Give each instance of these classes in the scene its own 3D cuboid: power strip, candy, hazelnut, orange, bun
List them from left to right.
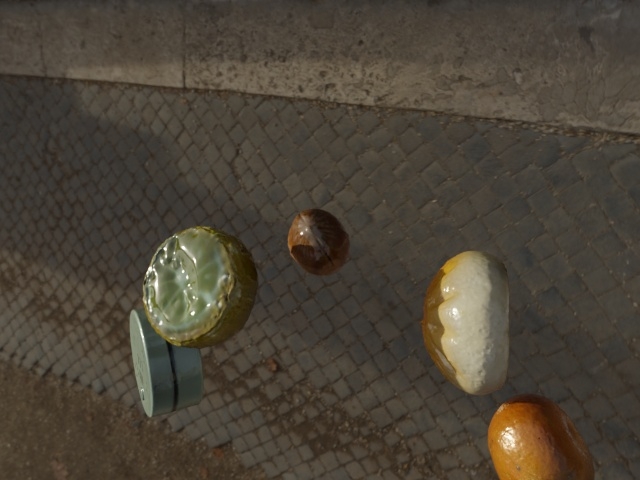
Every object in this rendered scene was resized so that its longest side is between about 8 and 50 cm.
[{"bbox_3d":[-0.489,0.355,1.614,0.358,0.162,0.356,25,119,59],"label":"power strip"},{"bbox_3d":[-0.252,0.097,1.078,0.260,0.118,0.259,-8,73,27],"label":"candy"},{"bbox_3d":[0.000,0.000,1.156,0.151,0.150,0.150,6,102,28],"label":"hazelnut"},{"bbox_3d":[0.293,0.171,1.079,0.165,0.299,0.298,1,100,13],"label":"bun"},{"bbox_3d":[0.435,0.423,1.038,0.170,0.224,0.224,-35,82,24],"label":"orange"}]
